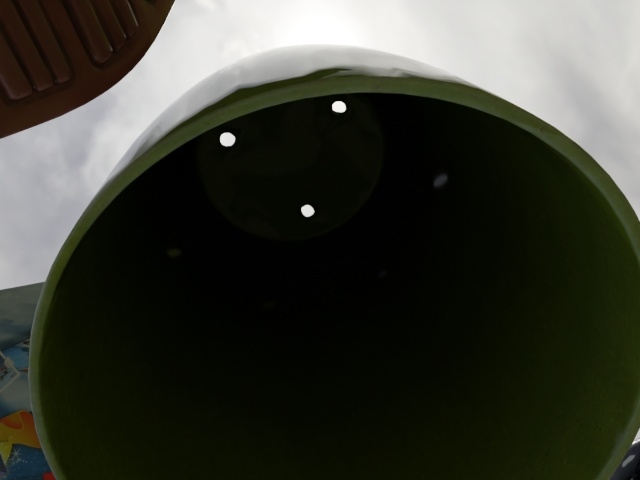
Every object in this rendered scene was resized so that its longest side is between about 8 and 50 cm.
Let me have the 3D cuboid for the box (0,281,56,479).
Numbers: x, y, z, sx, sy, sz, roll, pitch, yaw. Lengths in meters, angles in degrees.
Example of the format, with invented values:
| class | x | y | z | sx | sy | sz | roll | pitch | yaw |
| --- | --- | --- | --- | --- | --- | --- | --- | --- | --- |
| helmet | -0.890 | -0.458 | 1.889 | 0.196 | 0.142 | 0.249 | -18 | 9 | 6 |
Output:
| class | x | y | z | sx | sy | sz | roll | pitch | yaw |
| --- | --- | --- | --- | --- | --- | --- | --- | --- | --- |
| box | -0.181 | 0.109 | 0.665 | 0.044 | 0.233 | 0.159 | 84 | 176 | -82 |

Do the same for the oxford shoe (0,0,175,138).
| class | x | y | z | sx | sy | sz | roll | pitch | yaw |
| --- | --- | --- | --- | --- | --- | --- | --- | --- | --- |
| oxford shoe | -0.138 | -0.137 | 0.401 | 0.397 | 0.146 | 0.141 | -49 | -52 | -46 |

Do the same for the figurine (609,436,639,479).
| class | x | y | z | sx | sy | sz | roll | pitch | yaw |
| --- | --- | --- | --- | --- | --- | --- | --- | --- | --- |
| figurine | 0.248 | 0.239 | 0.701 | 0.214 | 0.209 | 0.092 | 32 | -144 | -13 |

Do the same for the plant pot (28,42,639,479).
| class | x | y | z | sx | sy | sz | roll | pitch | yaw |
| --- | --- | --- | --- | --- | --- | --- | --- | --- | --- |
| plant pot | 0.000 | 0.000 | 0.544 | 0.275 | 0.274 | 0.293 | 48 | -168 | -24 |
